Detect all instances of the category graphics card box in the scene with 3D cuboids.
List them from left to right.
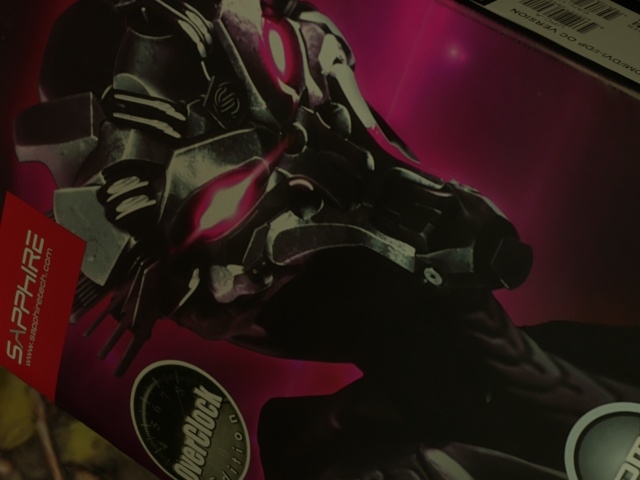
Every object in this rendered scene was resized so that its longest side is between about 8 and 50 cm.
[{"bbox_3d":[-0.007,-0.010,0.461,0.371,0.094,0.233,31,121,18],"label":"graphics card box"}]
